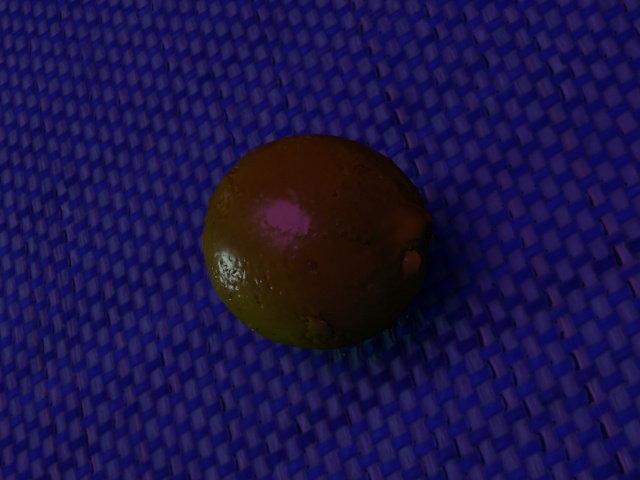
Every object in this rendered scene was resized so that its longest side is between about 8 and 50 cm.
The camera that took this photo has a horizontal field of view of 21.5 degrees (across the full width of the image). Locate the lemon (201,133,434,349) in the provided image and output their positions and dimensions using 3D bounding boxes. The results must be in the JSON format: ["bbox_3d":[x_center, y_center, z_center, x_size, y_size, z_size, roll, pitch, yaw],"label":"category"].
[{"bbox_3d":[0.000,0.000,1.346,0.206,0.173,0.173,0,63,38],"label":"lemon"}]
